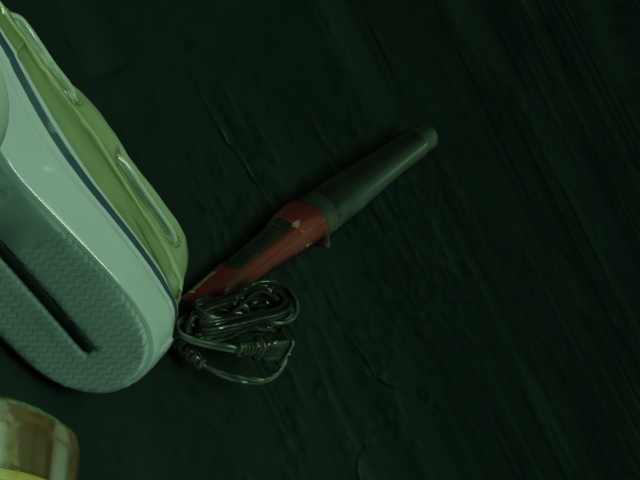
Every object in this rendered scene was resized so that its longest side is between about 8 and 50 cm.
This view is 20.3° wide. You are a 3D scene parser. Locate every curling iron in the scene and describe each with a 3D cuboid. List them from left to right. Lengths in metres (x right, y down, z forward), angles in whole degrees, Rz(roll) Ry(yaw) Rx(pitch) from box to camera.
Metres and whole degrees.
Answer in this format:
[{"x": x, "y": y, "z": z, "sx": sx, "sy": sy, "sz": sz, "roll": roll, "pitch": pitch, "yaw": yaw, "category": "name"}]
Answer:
[{"x": 0.000, "y": 0.000, "z": 1.007, "sx": 0.068, "sy": 0.035, "sz": 0.274, "roll": 32, "pitch": 38, "yaw": 11, "category": "curling iron"}]

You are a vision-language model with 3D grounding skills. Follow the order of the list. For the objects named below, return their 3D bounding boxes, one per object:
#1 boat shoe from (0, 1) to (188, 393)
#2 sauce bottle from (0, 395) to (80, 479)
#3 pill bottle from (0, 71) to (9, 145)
[{"x": -0.169, "y": -0.061, "z": 0.834, "sx": 0.302, "sy": 0.109, "sz": 0.094, "roll": 57, "pitch": 25, "yaw": -21, "category": "boat shoe"}, {"x": -0.151, "y": 0.230, "z": 0.677, "sx": 0.111, "sy": 0.111, "sz": 0.344, "roll": 21, "pitch": 56, "yaw": -38, "category": "sauce bottle"}, {"x": -0.235, "y": 0.024, "z": 0.652, "sx": 0.169, "sy": 0.169, "sz": 0.301, "roll": 46, "pitch": 44, "yaw": -19, "category": "pill bottle"}]
